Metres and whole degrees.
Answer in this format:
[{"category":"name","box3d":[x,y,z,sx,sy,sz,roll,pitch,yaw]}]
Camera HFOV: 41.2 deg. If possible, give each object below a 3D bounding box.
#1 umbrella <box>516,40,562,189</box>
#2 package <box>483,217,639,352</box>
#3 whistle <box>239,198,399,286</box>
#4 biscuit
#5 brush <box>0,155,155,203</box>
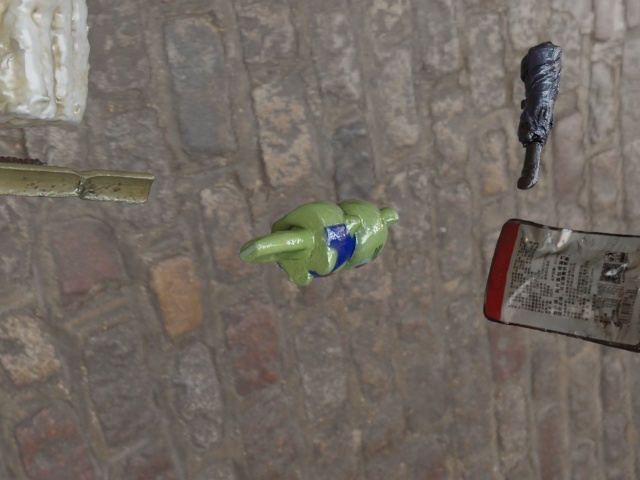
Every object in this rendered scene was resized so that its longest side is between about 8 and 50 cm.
[{"category":"umbrella","box3d":[0.347,-0.200,1.381,0.071,0.071,0.248,12,85,-37]},{"category":"package","box3d":[0.337,0.054,1.151,0.030,0.239,0.154,22,81,-53]},{"category":"whistle","box3d":[0.000,0.000,0.957,0.227,0.105,0.085,-11,75,-50]},{"category":"biscuit","box3d":[-0.338,-0.144,0.605,0.078,0.426,0.143,-10,101,-62]},{"category":"brush","box3d":[-0.301,-0.072,0.991,0.248,0.036,0.043,0,128,-49]}]
